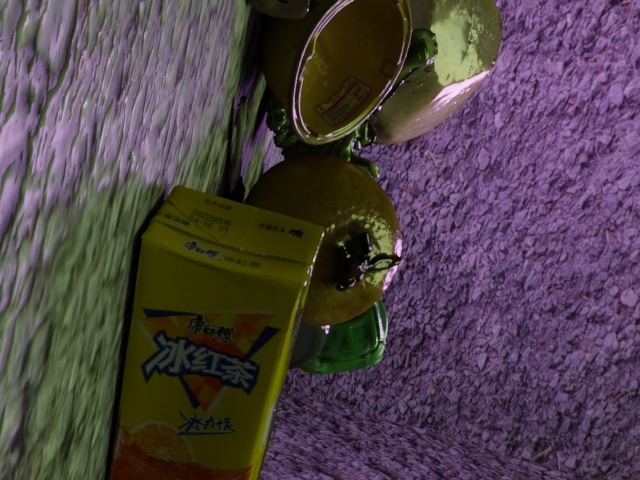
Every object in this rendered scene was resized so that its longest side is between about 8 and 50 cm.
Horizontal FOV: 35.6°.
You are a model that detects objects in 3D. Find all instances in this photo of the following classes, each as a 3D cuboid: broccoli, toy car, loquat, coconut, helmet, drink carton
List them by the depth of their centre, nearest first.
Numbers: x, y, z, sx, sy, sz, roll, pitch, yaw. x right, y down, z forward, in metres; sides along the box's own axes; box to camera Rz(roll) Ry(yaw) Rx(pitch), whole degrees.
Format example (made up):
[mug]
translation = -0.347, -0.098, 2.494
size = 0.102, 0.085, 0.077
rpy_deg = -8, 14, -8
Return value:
[drink carton]
translation = -0.113, 0.129, 0.994
size = 0.111, 0.155, 0.351
rpy_deg = -71, 177, -54
[helmet]
translation = -0.003, -0.248, 1.225
size = 0.205, 0.140, 0.257
rpy_deg = -39, 153, -18
[loquat]
translation = 0.000, 0.000, 1.310
size = 0.244, 0.244, 0.243
rpy_deg = 16, 90, -87
[broccoli]
translation = 0.042, -0.180, 1.388
size = 0.177, 0.275, 0.198
rpy_deg = 9, 81, -46
[coconut]
translation = 0.119, -0.331, 1.710
size = 0.352, 0.353, 0.352
rpy_deg = 16, 90, -87
[toy car]
translation = 0.011, 0.069, 1.901
size = 0.176, 0.213, 0.358
rpy_deg = 106, -24, -59

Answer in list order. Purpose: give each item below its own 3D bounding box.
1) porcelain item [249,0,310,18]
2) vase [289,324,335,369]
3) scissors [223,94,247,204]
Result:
[porcelain item]
translation = -0.023, -0.348, 1.070
size = 0.081, 0.069, 0.215
rpy_deg = 82, 19, -72
[vase]
translation = -0.030, 0.048, 1.559
size = 0.291, 0.245, 0.245
rpy_deg = -63, 169, -53
[scissors]
translation = -0.109, -0.078, 1.265
size = 0.300, 0.022, 0.109
rpy_deg = 101, 2, -54
